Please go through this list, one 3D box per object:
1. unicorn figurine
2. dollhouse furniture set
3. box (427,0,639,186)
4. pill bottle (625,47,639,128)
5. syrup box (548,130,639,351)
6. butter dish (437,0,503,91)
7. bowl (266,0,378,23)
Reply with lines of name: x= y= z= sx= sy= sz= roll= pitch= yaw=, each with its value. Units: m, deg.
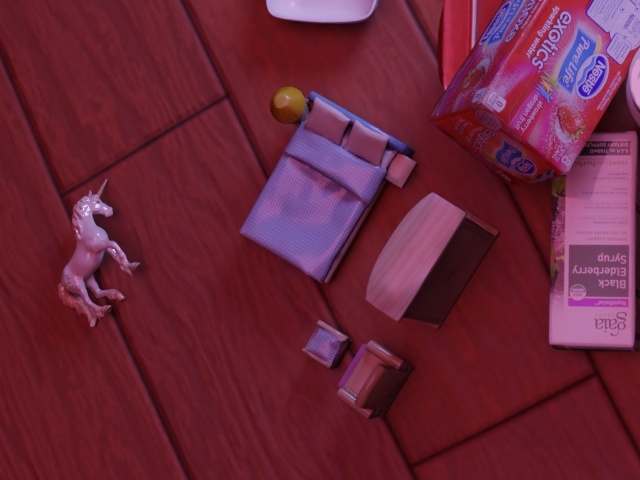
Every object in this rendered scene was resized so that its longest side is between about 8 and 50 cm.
unicorn figurine: x=-0.276 y=0.017 z=1.983 sx=0.111 sy=0.060 sz=0.162 roll=34 pitch=95 yaw=17
dollhouse furniture set: x=0.000 y=0.000 z=1.827 sx=0.303 sy=0.198 sz=0.286 roll=33 pitch=94 yaw=18
box: x=0.247 y=-0.197 z=1.731 sx=0.128 sy=0.122 sz=0.257 roll=38 pitch=72 yaw=-16
pill bottle: x=0.388 y=-0.152 z=1.710 sx=0.121 sy=0.221 sz=0.121 roll=-2 pitch=84 yaw=16
syrup box: x=0.307 y=0.004 z=1.785 sx=0.093 sy=0.096 sz=0.237 roll=0 pitch=83 yaw=17
butter dish: x=0.190 y=-0.221 z=1.840 sx=0.160 sy=0.118 sz=0.160 roll=4 pitch=83 yaw=-24
bowl: x=0.012 y=-0.325 z=1.933 sx=0.142 sy=0.053 sz=0.142 roll=4 pitch=86 yaw=18
